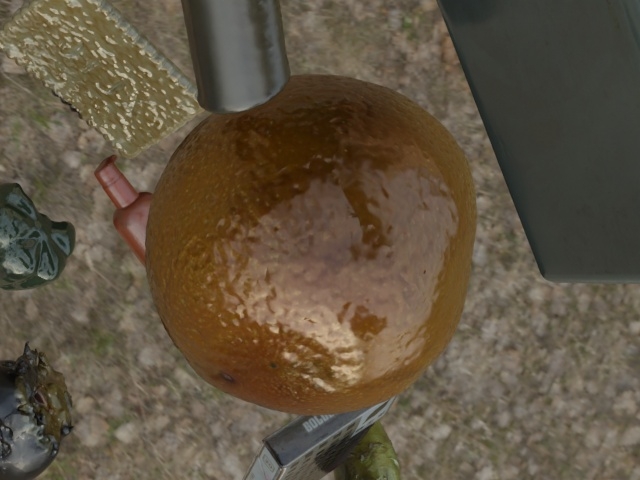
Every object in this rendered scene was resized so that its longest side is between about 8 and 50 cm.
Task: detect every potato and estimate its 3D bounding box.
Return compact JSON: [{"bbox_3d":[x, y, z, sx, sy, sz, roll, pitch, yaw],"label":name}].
[{"bbox_3d":[0.062,0.331,1.658,0.090,0.225,0.117,22,128,-36],"label":"potato"}]

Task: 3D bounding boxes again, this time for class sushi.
[{"bbox_3d":[-0.511,0.289,1.696,0.204,0.200,0.213,-18,108,7],"label":"sushi"}]

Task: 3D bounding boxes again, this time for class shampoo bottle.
[{"bbox_3d":[-0.250,-0.014,1.575,0.085,0.085,0.244,-39,110,-16],"label":"shampoo bottle"}]

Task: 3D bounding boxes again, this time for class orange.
[{"bbox_3d":[0.000,0.000,0.790,0.264,0.264,0.264,-9,107,-29],"label":"orange"}]

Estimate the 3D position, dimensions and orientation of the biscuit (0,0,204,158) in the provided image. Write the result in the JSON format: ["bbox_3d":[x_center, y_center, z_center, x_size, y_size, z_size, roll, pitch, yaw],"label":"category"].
[{"bbox_3d":[-0.357,-0.282,1.752,0.217,0.044,0.325,-30,125,29],"label":"biscuit"}]

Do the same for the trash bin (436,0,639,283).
[{"bbox_3d":[0.132,-0.102,0.482,0.101,0.177,0.236,-22,96,-20],"label":"trash bin"}]

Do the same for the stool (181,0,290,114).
[{"bbox_3d":[-0.023,-0.265,0.638,0.310,0.310,0.226,-24,130,-9],"label":"stool"}]

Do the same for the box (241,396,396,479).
[{"bbox_3d":[-0.018,0.275,1.365,0.180,0.325,0.047,-29,73,-25],"label":"box"}]

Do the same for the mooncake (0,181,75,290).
[{"bbox_3d":[-0.462,-0.009,1.651,0.175,0.104,0.168,0,77,-57],"label":"mooncake"}]
